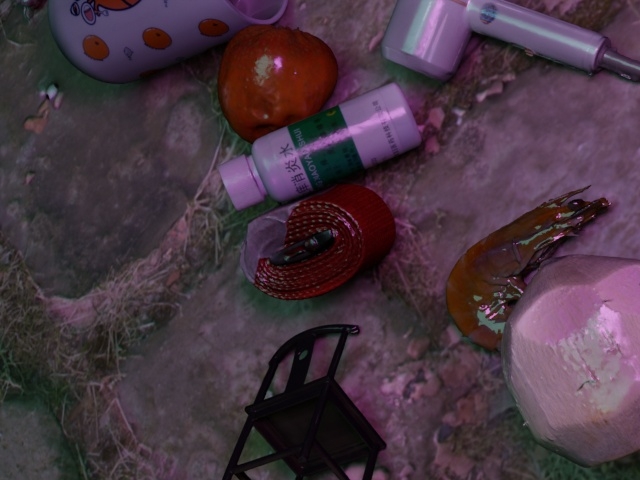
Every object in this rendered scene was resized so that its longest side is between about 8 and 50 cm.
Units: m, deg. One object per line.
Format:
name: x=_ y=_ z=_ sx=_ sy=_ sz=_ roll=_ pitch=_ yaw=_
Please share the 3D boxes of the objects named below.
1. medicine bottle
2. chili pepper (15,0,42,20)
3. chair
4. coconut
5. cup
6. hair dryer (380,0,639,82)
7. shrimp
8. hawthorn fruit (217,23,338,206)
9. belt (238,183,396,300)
medicine bottle: x=-0.002 y=-0.117 z=1.684 sx=0.260 sy=0.095 sz=0.095 roll=-22 pitch=69 yaw=4
chili pepper: x=-0.473 y=-0.442 z=2.151 sx=0.050 sy=0.041 sz=0.153 roll=20 pitch=96 yaw=-7
chair: x=-0.013 y=0.247 z=1.675 sx=0.154 sy=0.141 sz=0.260 roll=-23 pitch=26 yaw=29
coconut: x=0.311 y=0.117 z=1.414 sx=0.227 sy=0.227 sz=0.230 roll=-28 pitch=78 yaw=28
cup: x=-0.232 y=-0.357 z=1.869 sx=0.317 sy=0.212 sz=0.212 roll=-19 pitch=73 yaw=33
hair dryer: x=0.251 y=-0.249 z=1.594 sx=0.357 sy=0.107 sz=0.173 roll=26 pitch=100 yaw=28
shrimp: x=0.255 y=0.035 z=1.563 sx=0.150 sy=0.068 sz=0.248 roll=48 pitch=115 yaw=17
hawthorn fruit: x=-0.065 y=-0.154 z=1.779 sx=0.165 sy=0.165 sz=0.285 roll=16 pitch=108 yaw=35
belt: x=0.000 y=0.000 z=1.706 sx=0.201 sy=0.124 sz=0.128 roll=-18 pitch=95 yaw=33
